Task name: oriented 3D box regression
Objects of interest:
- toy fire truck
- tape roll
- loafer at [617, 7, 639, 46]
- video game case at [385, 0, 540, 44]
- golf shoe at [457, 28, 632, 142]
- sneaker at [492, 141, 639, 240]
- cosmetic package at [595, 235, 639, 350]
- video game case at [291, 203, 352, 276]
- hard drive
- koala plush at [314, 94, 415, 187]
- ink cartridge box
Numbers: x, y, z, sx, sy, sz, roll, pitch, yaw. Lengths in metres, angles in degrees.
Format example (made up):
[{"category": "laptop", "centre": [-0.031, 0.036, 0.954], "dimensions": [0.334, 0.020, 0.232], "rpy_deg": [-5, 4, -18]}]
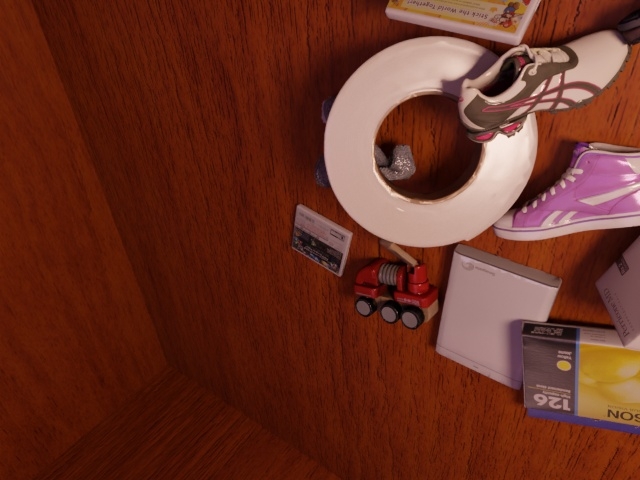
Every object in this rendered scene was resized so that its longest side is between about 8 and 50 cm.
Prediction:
[{"category": "toy fire truck", "centre": [0.184, 0.091, 1.203], "dimensions": [0.217, 0.158, 0.246], "rpy_deg": [10, 114, 38]}, {"category": "tape roll", "centre": [0.200, -0.175, 0.875], "dimensions": [0.392, 0.072, 0.391], "rpy_deg": [2, 109, 6]}, {"category": "loafer", "centre": [0.558, -0.310, 0.581], "dimensions": [0.303, 0.109, 0.095], "rpy_deg": [-15, 113, 44]}, {"category": "video game case", "centre": [0.245, -0.428, 0.728], "dimensions": [0.227, 0.026, 0.206], "rpy_deg": [26, 90, 25]}, {"category": "golf shoe", "centre": [0.347, -0.254, 0.717], "dimensions": [0.120, 0.273, 0.105], "rpy_deg": [43, -158, -55]}, {"category": "sneaker", "centre": [0.449, -0.096, 0.853], "dimensions": [0.282, 0.102, 0.161], "rpy_deg": [-12, 108, 35]}, {"category": "cosmetic package", "centre": [0.601, 0.083, 0.766], "dimensions": [0.152, 0.151, 0.183], "rpy_deg": [12, 133, -4]}, {"category": "video game case", "centre": [0.000, 0.000, 1.380], "dimensions": [0.190, 0.022, 0.173], "rpy_deg": [30, 136, 20]}, {"category": "hard drive", "centre": [0.418, 0.195, 1.134], "dimensions": [0.233, 0.047, 0.353], "rpy_deg": [22, 132, 28]}, {"category": "koala plush", "centre": [0.074, -0.233, 1.023], "dimensions": [0.196, 0.203, 0.221], "rpy_deg": [2, 99, 61]}, {"category": "ink cartridge box", "centre": [0.609, 0.325, 1.011], "dimensions": [0.304, 0.072, 0.307], "rpy_deg": [0, 117, 29]}]
